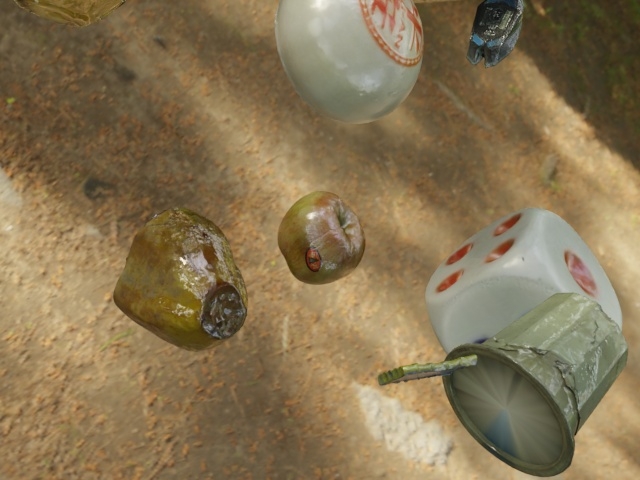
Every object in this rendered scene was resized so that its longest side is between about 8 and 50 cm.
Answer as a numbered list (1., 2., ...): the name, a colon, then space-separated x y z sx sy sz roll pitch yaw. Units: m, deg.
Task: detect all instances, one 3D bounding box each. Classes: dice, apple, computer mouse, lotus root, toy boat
1. dice: 0.427 0.138 1.899 0.304 0.304 0.277 48 35 -11
2. apple: 0.000 -0.002 1.230 0.126 0.102 0.126 36 39 -37
3. computer mouse: 0.280 -0.331 1.423 0.047 0.079 0.135 30 82 -53
4. lotus root: -0.179 0.067 1.345 0.188 0.180 0.199 22 91 -42
5. toy boat: 0.132 0.159 1.106 0.115 0.063 0.016 -3 72 -31

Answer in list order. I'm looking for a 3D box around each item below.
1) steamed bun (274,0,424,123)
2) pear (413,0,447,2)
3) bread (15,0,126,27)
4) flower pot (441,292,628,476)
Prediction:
1. steamed bun: 0.056 -0.276 1.204 0.232 0.145 0.231 16 69 -47
2. pear: 0.214 -0.566 1.431 0.362 0.418 0.362 39 26 -24
3. bread: -0.313 -0.343 1.092 0.114 0.132 0.190 58 14 3
4. flower pot: 0.310 0.179 1.226 0.203 0.212 0.212 -34 96 -27
